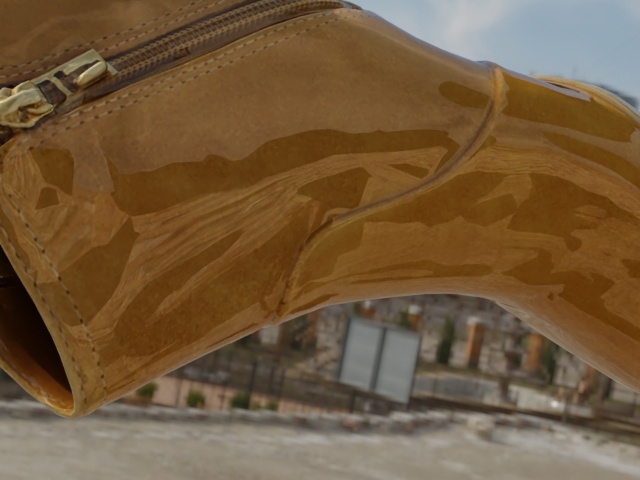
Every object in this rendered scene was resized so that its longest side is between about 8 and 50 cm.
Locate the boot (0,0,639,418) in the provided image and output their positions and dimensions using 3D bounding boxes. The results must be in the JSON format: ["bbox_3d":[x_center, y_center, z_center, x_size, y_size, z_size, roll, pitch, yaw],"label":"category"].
[{"bbox_3d":[0.000,-0.001,0.387,0.295,0.211,0.104,46,-39,2],"label":"boot"}]
